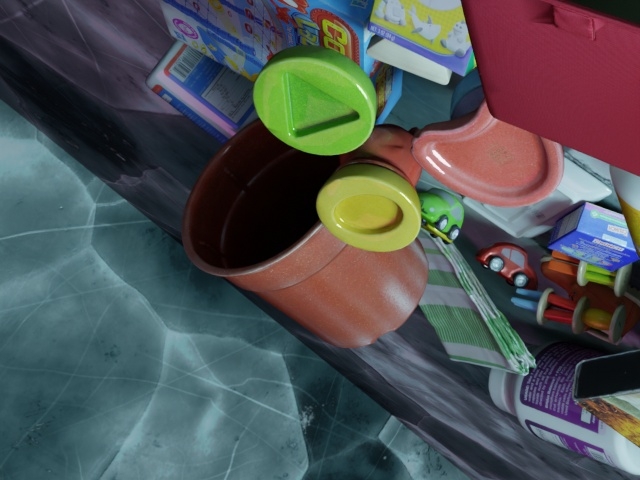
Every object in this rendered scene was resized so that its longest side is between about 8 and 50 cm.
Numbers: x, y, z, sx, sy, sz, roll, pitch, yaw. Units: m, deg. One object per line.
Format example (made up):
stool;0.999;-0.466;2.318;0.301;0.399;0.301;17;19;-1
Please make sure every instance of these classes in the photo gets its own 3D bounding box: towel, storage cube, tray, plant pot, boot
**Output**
towel;0.198;0.083;1.789;0.325;0.038;0.248;54;161;-15
storage cube;0.227;-0.170;0.746;0.215;0.183;0.193;27;165;27
tray;0.251;-0.061;1.370;0.145;0.030;0.270;33;166;-1
plant pot;0.000;0.000;1.477;0.272;0.272;0.265;18;160;47
boot;0.359;0.078;1.482;0.158;0.084;0.059;30;168;22

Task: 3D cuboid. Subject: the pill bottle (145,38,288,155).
pill bottle;-0.127;-0.204;1.546;0.221;0.124;0.124;38;165;-13

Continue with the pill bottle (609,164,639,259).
pill bottle;0.338;-0.054;1.021;0.118;0.117;0.208;24;162;36

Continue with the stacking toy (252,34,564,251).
stacking toy;0.098;-0.145;1.154;0.309;0.130;0.279;-16;129;36

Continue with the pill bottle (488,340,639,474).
pill bottle;0.421;0.256;1.758;0.169;0.169;0.301;44;163;-33

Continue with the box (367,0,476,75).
box;0.110;-0.240;0.916;0.105;0.043;0.179;29;130;18

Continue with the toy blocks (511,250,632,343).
toy blocks;0.326;0.062;1.427;0.148;0.054;0.123;14;118;30

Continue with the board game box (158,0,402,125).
board game box;-0.053;-0.270;1.236;0.302;0.086;0.308;31;166;13

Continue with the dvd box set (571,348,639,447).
dvd box set;0.554;0.241;1.305;0.420;0.062;0.308;35;147;-28

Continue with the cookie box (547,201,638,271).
cookie box;0.337;-0.003;1.308;0.092;0.040;0.107;20;167;-3

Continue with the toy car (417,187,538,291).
toy car;0.188;-0.022;1.494;0.239;0.053;0.225;34;180;33
